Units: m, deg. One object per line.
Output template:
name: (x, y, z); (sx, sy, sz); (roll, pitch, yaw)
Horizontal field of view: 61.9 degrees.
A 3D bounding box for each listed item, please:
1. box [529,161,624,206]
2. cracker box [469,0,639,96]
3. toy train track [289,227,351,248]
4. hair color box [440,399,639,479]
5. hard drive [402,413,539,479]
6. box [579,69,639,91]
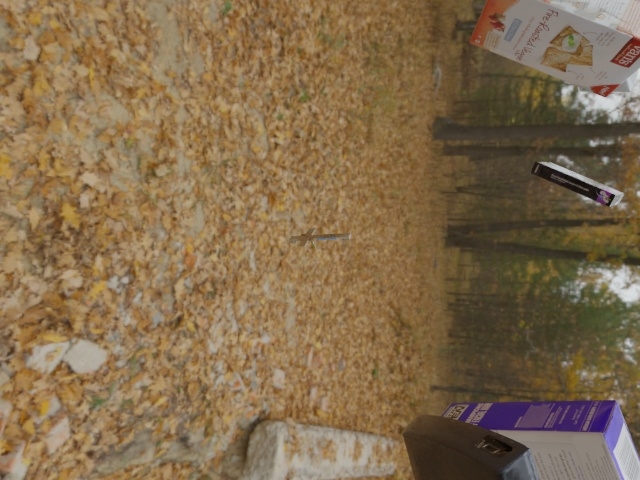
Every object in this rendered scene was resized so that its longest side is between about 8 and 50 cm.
box: (0.513, -0.115, 1.068); (0.116, 0.162, 0.029); (-10, 127, -53)
cracker box: (0.349, -0.306, 0.770); (0.155, 0.233, 0.067); (69, 46, -81)
toy train track: (0.000, 0.000, 0.696); (0.048, 0.083, 0.014); (-60, 141, -54)
hair color box: (0.396, 0.405, 0.994); (0.110, 0.339, 0.185); (-29, 98, -47)
hard drive: (0.196, 0.331, 0.708); (0.255, 0.054, 0.171); (155, -79, -69)
box: (0.490, -0.321, 0.908); (0.101, 0.087, 0.101); (36, 74, -46)
